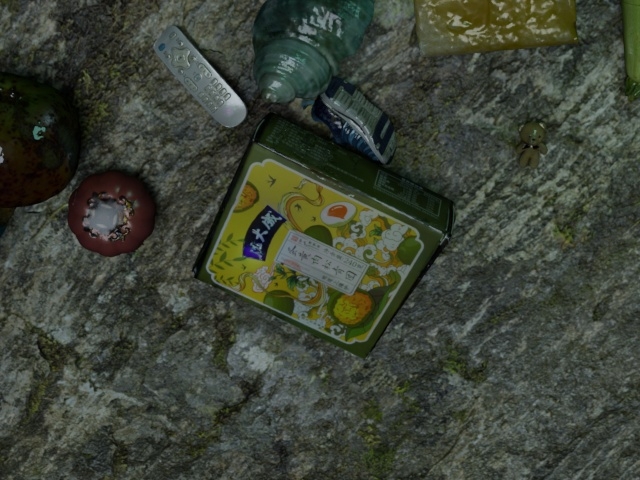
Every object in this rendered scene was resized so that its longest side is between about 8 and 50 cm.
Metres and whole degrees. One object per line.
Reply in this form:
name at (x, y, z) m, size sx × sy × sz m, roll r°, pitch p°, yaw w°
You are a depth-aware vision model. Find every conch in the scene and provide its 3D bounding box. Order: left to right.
conch at (-0.033, -0.357, 1.693) m, size 0.220 × 0.277 × 0.195 m, roll 23°, pitch 156°, yaw 30°

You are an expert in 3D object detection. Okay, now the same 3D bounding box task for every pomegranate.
pomegranate at (-0.622, -0.160, 1.835) m, size 0.285 × 0.285 × 0.340 m, roll 23°, pitch 134°, yaw -3°

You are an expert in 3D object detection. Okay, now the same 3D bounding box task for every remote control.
remote control at (-0.228, -0.319, 1.812) m, size 0.073 × 0.044 × 0.229 m, roll -40°, pitch 96°, yaw 28°

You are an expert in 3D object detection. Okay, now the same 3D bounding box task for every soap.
soap at (0.303, -0.460, 1.623) m, size 0.281 × 0.143 × 0.259 m, roll -4°, pitch 113°, yaw 15°

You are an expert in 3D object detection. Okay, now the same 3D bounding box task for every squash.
squash at (0.574, -0.354, 1.663) m, size 0.094 × 0.094 × 0.224 m, roll 1°, pitch 120°, yaw 8°

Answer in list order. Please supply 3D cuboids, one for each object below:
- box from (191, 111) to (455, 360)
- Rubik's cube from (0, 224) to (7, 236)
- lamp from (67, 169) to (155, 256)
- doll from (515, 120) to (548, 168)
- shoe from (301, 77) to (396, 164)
box at (0.000, 0.000, 1.842) m, size 0.420 × 0.138 × 0.373 m, roll 27°, pitch 127°, yaw -4°
Rubik's cube at (-0.864, 0.021, 1.896) m, size 0.294 × 0.283 × 0.288 m, roll 30°, pitch 98°, yaw -3°
lamp at (-0.430, -0.057, 1.916) m, size 0.182 × 0.140 × 0.181 m, roll -1°, pitch 100°, yaw -4°
doll at (0.410, -0.185, 1.792) m, size 0.062 × 0.051 × 0.093 m, roll 2°, pitch 144°, yaw 6°
shoe at (0.062, -0.221, 1.800) m, size 0.207 × 0.091 × 0.106 m, roll 40°, pitch 137°, yaw -16°
